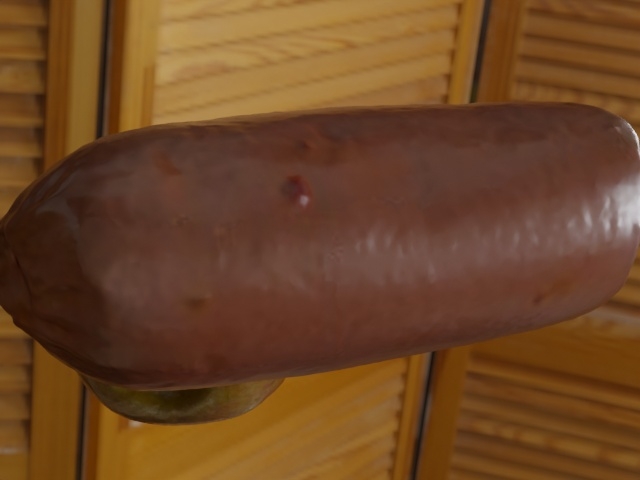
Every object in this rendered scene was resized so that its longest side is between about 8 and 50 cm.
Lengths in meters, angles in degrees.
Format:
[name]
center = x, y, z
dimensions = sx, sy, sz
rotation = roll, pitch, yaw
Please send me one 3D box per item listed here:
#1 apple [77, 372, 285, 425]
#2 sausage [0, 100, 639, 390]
[apple]
center = -0.110, 0.059, 1.061
dimensions = 0.195, 0.160, 0.173
rotation = 34, 36, -14
[sausage]
center = 0.000, 0.000, 0.540
dimensions = 0.259, 0.114, 0.113
rotation = -7, 24, -23
